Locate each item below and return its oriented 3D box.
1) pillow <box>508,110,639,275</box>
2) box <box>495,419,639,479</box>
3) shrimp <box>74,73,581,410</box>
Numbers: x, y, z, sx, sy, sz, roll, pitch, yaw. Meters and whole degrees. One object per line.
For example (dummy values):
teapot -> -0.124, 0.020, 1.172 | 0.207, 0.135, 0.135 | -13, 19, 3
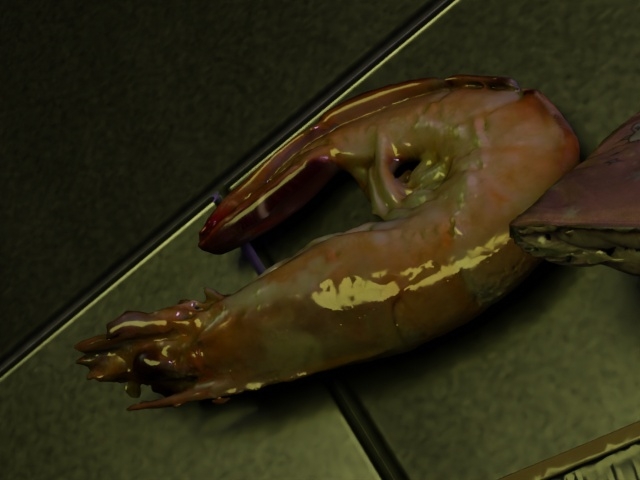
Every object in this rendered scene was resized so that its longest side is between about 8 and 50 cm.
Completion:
pillow -> 0.199, -0.015, 0.543 | 0.248, 0.049, 0.135 | 7, 34, 36
box -> 0.142, 0.107, 0.493 | 0.201, 0.144, 0.090 | -26, 61, 16
shrimp -> -0.002, -0.001, 0.682 | 0.236, 0.053, 0.133 | -26, 59, 14
